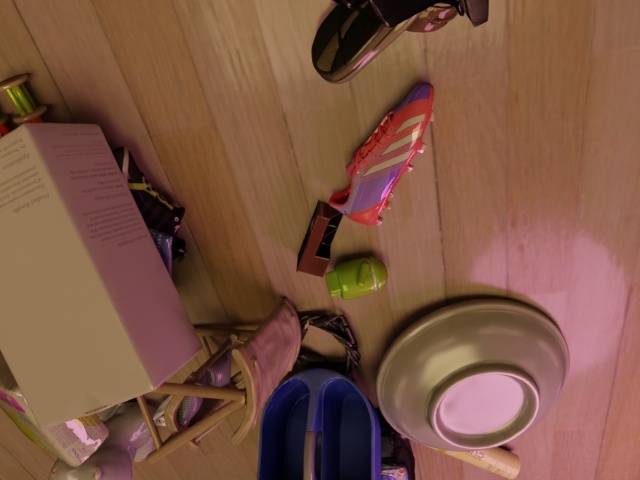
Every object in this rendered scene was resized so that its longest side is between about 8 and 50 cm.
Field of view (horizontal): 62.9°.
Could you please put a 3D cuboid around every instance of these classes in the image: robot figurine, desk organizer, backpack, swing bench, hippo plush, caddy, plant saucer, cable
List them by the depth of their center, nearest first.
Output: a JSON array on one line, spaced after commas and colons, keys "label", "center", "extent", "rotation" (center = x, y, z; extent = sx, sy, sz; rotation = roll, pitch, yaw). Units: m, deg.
[{"label": "desk organizer", "center": [0.000, 0.000, 0.909], "extent": [0.050, 0.047, 0.130], "rotation": [15, 127, -9]}, {"label": "robot figurine", "center": [0.068, 0.067, 0.933], "extent": [0.115, 0.067, 0.101], "rotation": [-14, 159, -5]}, {"label": "swing bench", "center": [-0.172, 0.245, 0.950], "extent": [0.254, 0.253, 0.165], "rotation": [-18, 97, 18]}, {"label": "plant saucer", "center": [0.312, 0.304, 1.038], "extent": [0.399, 0.101, 0.401], "rotation": [-2, 118, -3]}, {"label": "caddy", "center": [-0.001, 0.437, 1.058], "extent": [0.241, 0.342, 0.179], "rotation": [-5, 158, 15]}, {"label": "cable", "center": [0.004, 0.224, 1.076], "extent": [0.150, 0.047, 0.185], "rotation": [-13, 125, 14]}, {"label": "hippo plush", "center": [-0.475, 0.507, 1.205], "extent": [0.293, 0.237, 0.235], "rotation": [0, 126, 5]}, {"label": "backpack", "center": [0.084, 0.551, 1.225], "extent": [0.263, 0.213, 0.277], "rotation": [-3, 128, 17]}]

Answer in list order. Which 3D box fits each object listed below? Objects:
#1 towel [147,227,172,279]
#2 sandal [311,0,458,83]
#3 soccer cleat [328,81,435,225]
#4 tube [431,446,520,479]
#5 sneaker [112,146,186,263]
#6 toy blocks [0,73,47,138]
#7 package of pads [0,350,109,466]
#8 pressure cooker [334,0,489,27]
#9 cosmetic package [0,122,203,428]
[{"label": "towel", "center": [-0.403, 0.029, 0.911], "extent": [0.335, 0.040, 0.243], "rotation": [19, 130, 9]}, {"label": "sandal", "center": [0.118, -0.304, 0.650], "extent": [0.302, 0.120, 0.086], "rotation": [-33, 146, 27]}, {"label": "soccer cleat", "center": [0.092, -0.128, 0.789], "extent": [0.095, 0.083, 0.248], "rotation": [20, 128, -4]}, {"label": "tube", "center": [0.359, 0.504, 1.253], "extent": [0.240, 0.062, 0.070], "rotation": [24, 85, -8]}, {"label": "sneaker", "center": [-0.282, -0.057, 0.885], "extent": [0.097, 0.084, 0.235], "rotation": [-16, 129, -14]}, {"label": "toy blocks", "center": [-0.469, -0.170, 0.813], "extent": [0.123, 0.054, 0.148], "rotation": [-9, 125, 12]}, {"label": "package of pads", "center": [-0.592, 0.332, 1.087], "extent": [0.296, 0.101, 0.229], "rotation": [3, 127, 41]}, {"label": "pressure cooker", "center": [0.109, -0.397, 0.406], "extent": [0.420, 0.370, 0.376], "rotation": [-22, 125, 21]}, {"label": "cosmetic package", "center": [-0.362, 0.048, 0.759], "extent": [0.217, 0.156, 0.385], "rotation": [-20, 98, 17]}]
